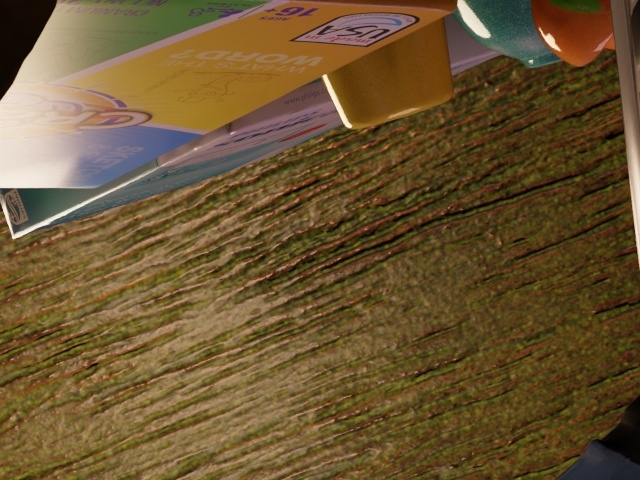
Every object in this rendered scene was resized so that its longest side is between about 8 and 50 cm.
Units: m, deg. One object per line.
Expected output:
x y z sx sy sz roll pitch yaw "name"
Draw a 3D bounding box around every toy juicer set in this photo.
0.151 -0.143 0.902 0.209 0.089 0.329 -13 -174 37 "toy juicer set"

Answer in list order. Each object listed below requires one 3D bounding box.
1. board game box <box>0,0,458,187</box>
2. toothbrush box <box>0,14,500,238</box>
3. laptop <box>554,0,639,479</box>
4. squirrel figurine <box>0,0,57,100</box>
-0.134 -0.082 0.724 0.242 0.064 0.316 -1 171 -31 "board game box"
-0.055 -0.112 1.105 0.216 0.126 0.295 -20 179 -34 "toothbrush box"
0.000 0.000 0.385 0.236 0.407 0.382 -6 178 -1 "laptop"
-0.265 0.094 0.307 0.370 0.397 0.281 -64 172 -47 "squirrel figurine"
